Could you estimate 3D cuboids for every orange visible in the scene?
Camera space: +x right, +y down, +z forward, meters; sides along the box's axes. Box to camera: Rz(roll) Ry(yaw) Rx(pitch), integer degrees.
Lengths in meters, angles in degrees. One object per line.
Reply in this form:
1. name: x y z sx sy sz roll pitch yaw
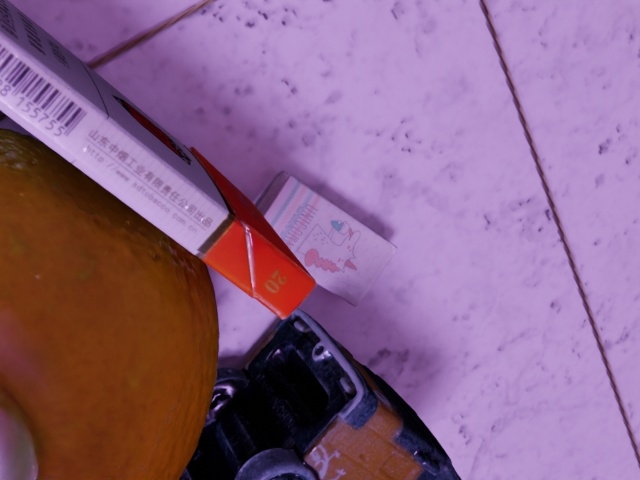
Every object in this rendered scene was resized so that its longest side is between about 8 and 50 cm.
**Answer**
1. orange: -0.211 0.062 0.554 0.334 0.196 0.263 28 84 -18

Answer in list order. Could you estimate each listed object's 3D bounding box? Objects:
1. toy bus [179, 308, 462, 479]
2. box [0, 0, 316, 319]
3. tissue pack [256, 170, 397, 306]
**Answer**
1. toy bus: -0.043 0.202 0.698 0.275 0.138 0.167 -49 123 2
2. box: -0.113 -0.056 0.562 0.245 0.139 0.035 39 95 -30
3. tissue pack: 0.000 0.000 0.700 0.108 0.023 0.056 34 94 -31
